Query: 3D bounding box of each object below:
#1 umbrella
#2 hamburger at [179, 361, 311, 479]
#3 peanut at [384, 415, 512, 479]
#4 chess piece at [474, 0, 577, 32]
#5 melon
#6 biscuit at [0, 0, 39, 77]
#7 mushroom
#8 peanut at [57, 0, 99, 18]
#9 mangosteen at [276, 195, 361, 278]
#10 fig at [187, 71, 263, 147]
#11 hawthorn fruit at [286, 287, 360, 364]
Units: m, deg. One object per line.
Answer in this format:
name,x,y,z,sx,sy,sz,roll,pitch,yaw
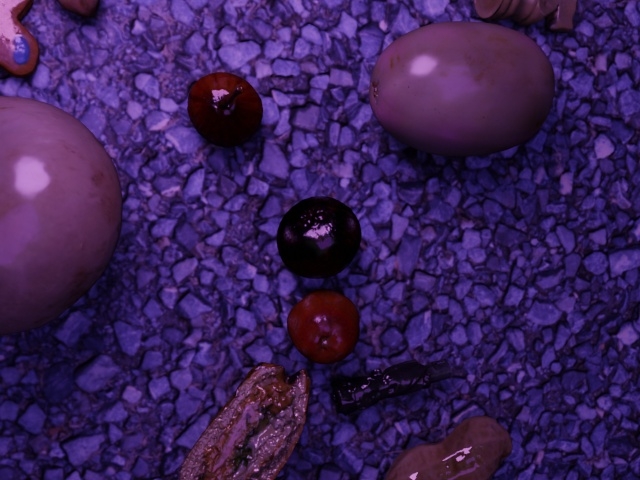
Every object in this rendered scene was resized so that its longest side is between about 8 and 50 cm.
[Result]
umbrella,0.137,0.273,1.033,0.236,0.059,0.066,-12,118,-11
hamburger,-0.113,0.334,0.946,0.144,0.156,0.283,36,83,9
peanut,0.233,0.435,1.031,0.290,0.130,0.130,-25,98,-9
chess piece,0.394,-0.442,1.011,0.200,0.090,0.090,0,95,-21
melon,0.241,-0.252,0.923,0.317,0.223,0.223,-2,95,-14
biscuit,-0.610,-0.329,0.834,0.324,0.049,0.205,-7,97,-18
mushroom,-0.464,-0.029,0.820,0.362,0.294,0.362,-3,73,10
peanut,-0.402,-0.433,0.874,0.076,0.076,0.152,-22,100,-7
mangosteen,0.000,0.000,0.951,0.152,0.152,0.152,-1,95,-10
fig,-0.150,-0.214,0.909,0.128,0.150,0.128,-21,127,-31
hawthorn fruit,0.006,0.153,0.959,0.133,0.138,0.132,-2,99,-10
